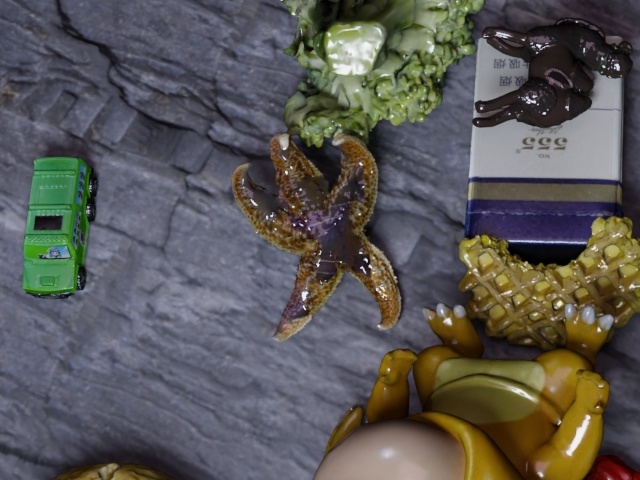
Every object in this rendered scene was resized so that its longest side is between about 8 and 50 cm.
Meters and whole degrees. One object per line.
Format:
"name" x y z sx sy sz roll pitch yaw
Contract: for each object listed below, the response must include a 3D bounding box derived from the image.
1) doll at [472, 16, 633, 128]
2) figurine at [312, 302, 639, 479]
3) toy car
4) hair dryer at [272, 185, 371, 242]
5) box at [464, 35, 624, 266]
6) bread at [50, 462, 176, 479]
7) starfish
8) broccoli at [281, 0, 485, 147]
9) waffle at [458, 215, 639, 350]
"doll" 0.247 -0.180 1.668 0.165 0.057 0.139 3 62 7
"figurine" 0.164 0.243 1.417 0.401 0.268 0.387 14 46 13
"toy car" -0.295 -0.016 1.756 0.071 0.062 0.165 -1 66 9
"hair dryer" -0.002 -0.016 1.727 0.124 0.038 0.063 23 73 11
"box" 0.244 -0.096 1.697 0.168 0.071 0.259 2 67 11
"bread" -0.213 0.327 1.549 0.244 0.134 0.244 -4 62 7
"starfish" 0.001 0.000 1.674 0.238 0.071 0.216 43 101 3
"broccoli" 0.037 -0.224 1.681 0.263 0.243 0.247 -34 97 16
"waffle" 0.239 0.039 1.610 0.194 0.149 0.051 3 23 15
